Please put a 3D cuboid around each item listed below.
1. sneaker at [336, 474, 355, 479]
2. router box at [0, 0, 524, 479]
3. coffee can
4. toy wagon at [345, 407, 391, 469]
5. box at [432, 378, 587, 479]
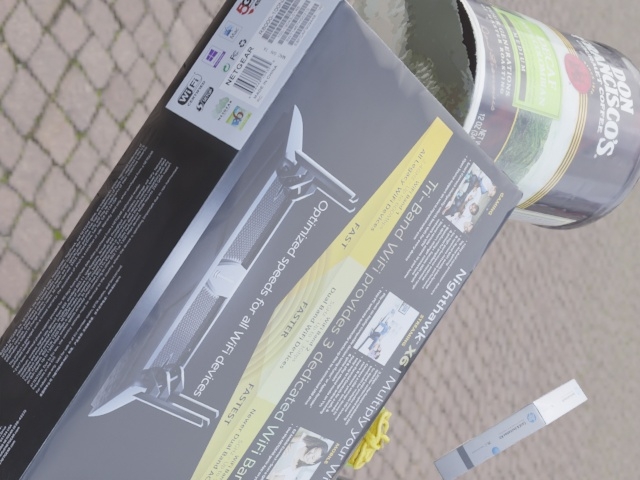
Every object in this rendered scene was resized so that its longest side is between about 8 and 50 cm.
[{"bbox_3d":[0.003,0.458,2.014,0.118,0.222,0.083,30,65,-25],"label":"sneaker"},{"bbox_3d":[-0.033,0.034,0.653,0.309,0.081,0.243,-56,140,-2],"label":"router box"},{"bbox_3d":[0.161,-0.124,1.053,0.275,0.201,0.202,8,82,-42],"label":"coffee can"},{"bbox_3d":[-0.030,0.182,1.244,0.068,0.344,0.267,35,80,-38],"label":"toy wagon"},{"bbox_3d":[0.264,0.265,1.513,0.145,0.186,0.038,-11,65,-55],"label":"box"}]
